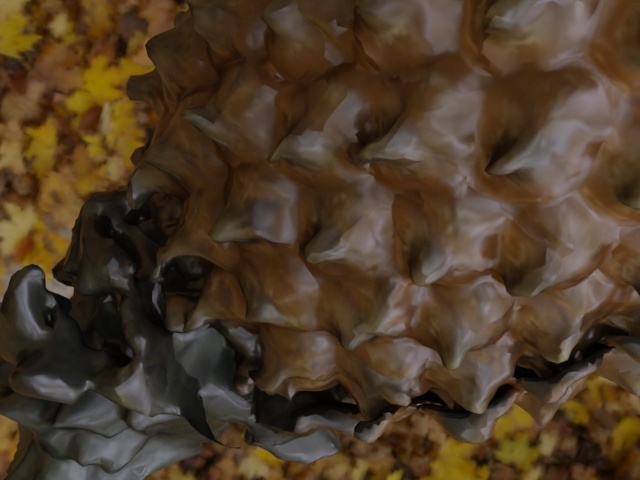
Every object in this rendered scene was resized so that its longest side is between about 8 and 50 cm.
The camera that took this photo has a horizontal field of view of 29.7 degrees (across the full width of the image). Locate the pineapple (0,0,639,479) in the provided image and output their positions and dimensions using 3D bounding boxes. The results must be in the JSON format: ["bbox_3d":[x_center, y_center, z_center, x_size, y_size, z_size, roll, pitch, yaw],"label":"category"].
[{"bbox_3d":[0.000,-0.001,0.447,0.357,0.223,0.223,-38,163,26],"label":"pineapple"}]
